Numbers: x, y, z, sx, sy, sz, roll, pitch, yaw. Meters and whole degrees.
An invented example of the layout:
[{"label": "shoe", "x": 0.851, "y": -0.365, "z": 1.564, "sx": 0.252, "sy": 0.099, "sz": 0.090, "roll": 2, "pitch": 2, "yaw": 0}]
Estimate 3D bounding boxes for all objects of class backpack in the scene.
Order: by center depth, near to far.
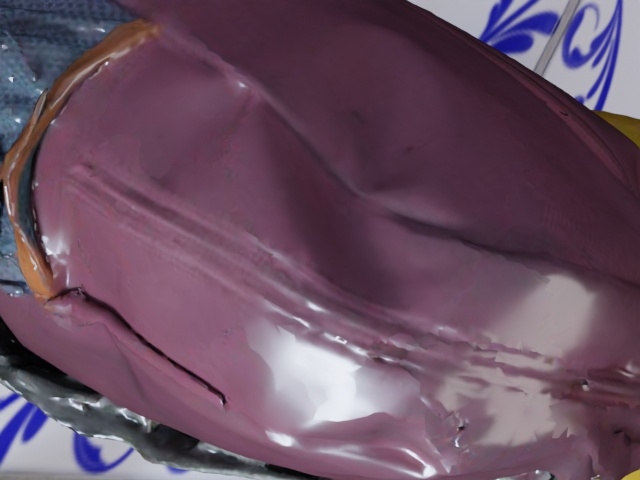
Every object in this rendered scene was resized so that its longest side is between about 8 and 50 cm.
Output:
[{"label": "backpack", "x": 0.000, "y": 0.000, "z": 0.698, "sx": 0.283, "sy": 0.317, "sz": 0.197, "roll": 0, "pitch": 115, "yaw": -56}]

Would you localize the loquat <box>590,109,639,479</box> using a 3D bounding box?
[{"label": "loquat", "x": 0.131, "y": 0.058, "z": 0.992, "sx": 0.263, "sy": 0.263, "sz": 0.263, "roll": -35, "pitch": 142, "yaw": -34}]
